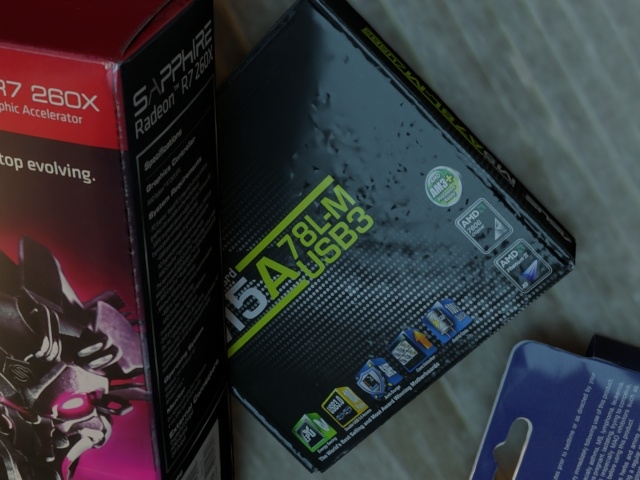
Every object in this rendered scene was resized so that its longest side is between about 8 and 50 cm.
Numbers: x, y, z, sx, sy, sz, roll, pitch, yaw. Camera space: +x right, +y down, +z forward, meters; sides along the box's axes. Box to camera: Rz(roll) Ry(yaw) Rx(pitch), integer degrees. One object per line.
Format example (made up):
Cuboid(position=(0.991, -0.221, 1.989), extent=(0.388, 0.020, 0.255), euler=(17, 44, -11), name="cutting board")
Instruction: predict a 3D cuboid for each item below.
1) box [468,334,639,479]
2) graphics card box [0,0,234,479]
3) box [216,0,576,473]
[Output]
Cuboid(position=(0.192, 0.134, 0.522), extent=(0.225, 0.036, 0.136), euler=(17, 111, 8), name="box")
Cuboid(position=(-0.166, 0.038, 0.508), extent=(0.233, 0.094, 0.370), euler=(12, 128, 13), name="graphics card box")
Cuboid(position=(0.000, 0.000, 0.529), extent=(0.184, 0.045, 0.191), euler=(45, 113, -5), name="box")
